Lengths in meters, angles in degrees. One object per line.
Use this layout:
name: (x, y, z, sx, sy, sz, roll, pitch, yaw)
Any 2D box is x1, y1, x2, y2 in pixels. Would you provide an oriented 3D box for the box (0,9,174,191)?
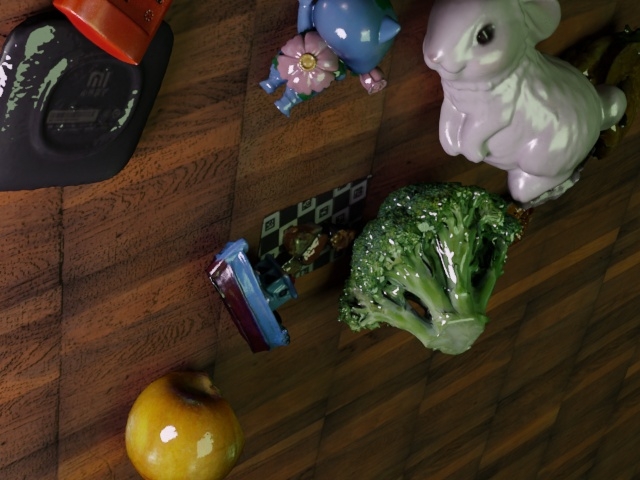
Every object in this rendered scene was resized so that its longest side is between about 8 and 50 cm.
box: (-0.246, -0.138, 1.355, 0.212, 0.042, 0.201, -7, 125, -49)

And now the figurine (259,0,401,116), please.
figurine: (0.014, -0.219, 1.556, 0.178, 0.114, 0.144, -42, 155, 5)

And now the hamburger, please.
hamburger: (0.439, -0.217, 2.062, 0.206, 0.130, 0.183, -35, 146, -29)

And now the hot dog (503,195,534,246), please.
hot dog: (0.267, -0.005, 2.119, 0.191, 0.059, 0.108, -35, 149, -28)

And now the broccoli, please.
broccoli: (0.155, 0.034, 1.864, 0.269, 0.241, 0.261, 11, 135, -36)

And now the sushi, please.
sushi: (0.000, 0.000, 1.808, 0.201, 0.031, 0.139, -24, 138, -37)

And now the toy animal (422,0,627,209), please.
toy animal: (0.258, -0.221, 1.794, 0.258, 0.194, 0.357, -37, 138, -5)

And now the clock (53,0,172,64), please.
clock: (-0.175, -0.254, 1.282, 0.113, 0.061, 0.155, 37, 78, -54)

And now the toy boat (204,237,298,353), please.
toy boat: (-0.078, 0.065, 1.707, 0.097, 0.100, 0.223, -35, 147, -9)

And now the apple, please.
apple: (-0.170, 0.244, 1.731, 0.163, 0.146, 0.147, -21, 132, -37)
